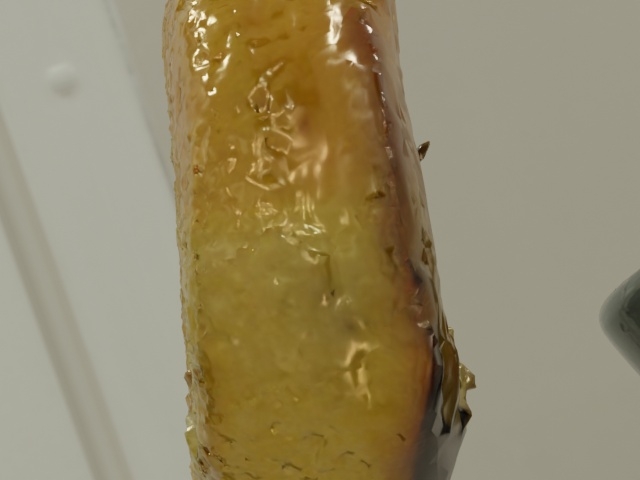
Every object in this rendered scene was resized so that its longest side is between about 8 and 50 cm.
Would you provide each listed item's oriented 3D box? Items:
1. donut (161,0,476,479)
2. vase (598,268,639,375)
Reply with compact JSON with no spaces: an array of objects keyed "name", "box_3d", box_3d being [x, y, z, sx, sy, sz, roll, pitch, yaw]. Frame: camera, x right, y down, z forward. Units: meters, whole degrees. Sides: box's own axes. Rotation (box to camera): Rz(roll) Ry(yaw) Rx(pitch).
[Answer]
[{"name":"donut","box_3d":[0.000,0.001,0.680,0.118,0.253,0.253,-1,1,-6]},{"name":"vase","box_3d":[0.314,0.120,0.991,0.173,0.321,0.173,-33,-10,-7]}]
